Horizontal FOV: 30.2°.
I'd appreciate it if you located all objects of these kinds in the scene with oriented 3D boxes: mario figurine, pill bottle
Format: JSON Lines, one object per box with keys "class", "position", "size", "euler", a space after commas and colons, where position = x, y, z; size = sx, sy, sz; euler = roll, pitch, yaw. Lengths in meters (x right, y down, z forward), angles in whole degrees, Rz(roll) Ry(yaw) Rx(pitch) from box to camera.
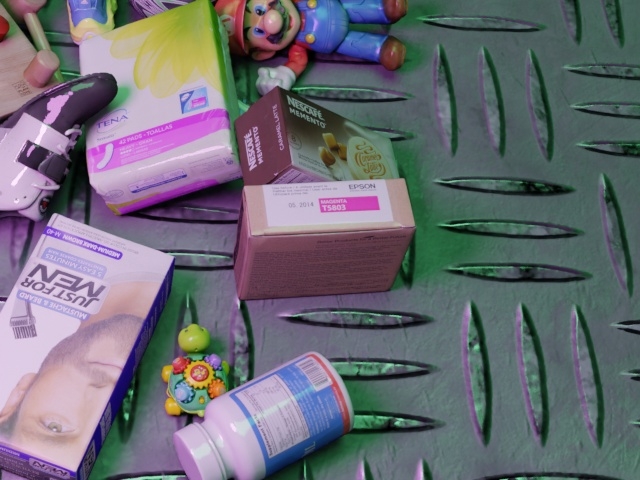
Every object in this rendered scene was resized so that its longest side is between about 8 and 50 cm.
{"class": "mario figurine", "position": [-0.016, -0.342, 1.904], "size": [0.320, 0.170, 0.198], "euler": [-1, 61, -12]}
{"class": "pill bottle", "position": [-0.076, 0.245, 1.563], "size": [0.221, 0.124, 0.124], "euler": [-25, 66, -21]}

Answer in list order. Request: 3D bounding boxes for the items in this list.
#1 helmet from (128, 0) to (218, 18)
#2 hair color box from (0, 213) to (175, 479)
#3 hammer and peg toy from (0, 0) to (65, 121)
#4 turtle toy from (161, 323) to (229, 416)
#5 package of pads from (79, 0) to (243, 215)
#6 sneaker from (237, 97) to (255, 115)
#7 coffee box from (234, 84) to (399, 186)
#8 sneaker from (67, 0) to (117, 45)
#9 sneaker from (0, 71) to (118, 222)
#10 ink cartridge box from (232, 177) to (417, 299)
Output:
{"class": "helmet", "position": [-0.241, -0.425, 1.920], "size": [0.161, 0.169, 0.169], "euler": [-17, 62, -38]}
{"class": "hair color box", "position": [-0.341, 0.147, 1.590], "size": [0.185, 0.110, 0.339], "euler": [19, 60, 1]}
{"class": "hammer and peg toy", "position": [-0.495, -0.288, 1.733], "size": [0.266, 0.127, 0.361], "euler": [53, 41, 4]}
{"class": "turtle toy", "position": [-0.169, 0.179, 1.621], "size": [0.095, 0.066, 0.130], "euler": [-5, 60, -12]}
{"class": "package of pads", "position": [-0.242, -0.200, 1.779], "size": [0.229, 0.101, 0.296], "euler": [-16, 59, 11]}
{"class": "sneaker", "position": [-0.105, -0.158, 1.828], "size": [0.211, 0.080, 0.081], "euler": [17, 55, 3]}
{"class": "coffee box", "position": [0.002, -0.108, 1.731], "size": [0.246, 0.098, 0.141], "euler": [21, 47, -42]}
{"class": "sneaker", "position": [-0.371, -0.423, 1.902], "size": [0.091, 0.126, 0.240], "euler": [-9, 49, -10]}
{"class": "sneaker", "position": [-0.405, -0.108, 1.698], "size": [0.330, 0.122, 0.146], "euler": [-35, 82, 6]}
{"class": "ink cartridge box", "position": [0.000, 0.000, 1.683], "size": [0.235, 0.193, 0.088], "euler": [-2, 60, -11]}
